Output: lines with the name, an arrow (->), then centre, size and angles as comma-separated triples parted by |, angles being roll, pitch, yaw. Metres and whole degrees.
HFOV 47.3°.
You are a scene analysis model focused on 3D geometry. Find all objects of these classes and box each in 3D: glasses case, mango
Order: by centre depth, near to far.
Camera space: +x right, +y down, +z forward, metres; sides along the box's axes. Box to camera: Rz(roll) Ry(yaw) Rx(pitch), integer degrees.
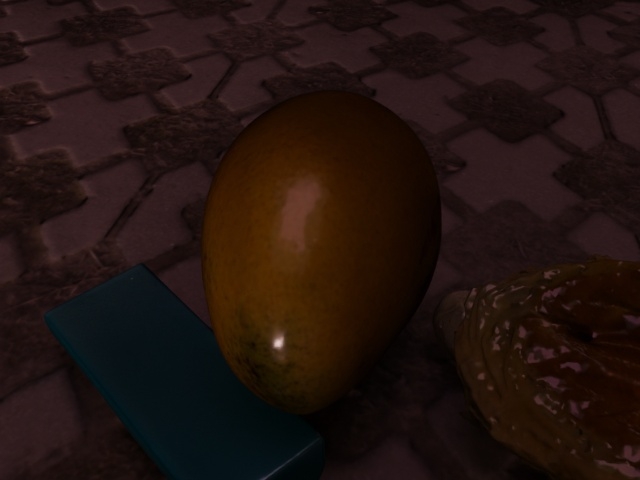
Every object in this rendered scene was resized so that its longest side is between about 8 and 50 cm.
glasses case -> -0.134, 0.138, 0.675 | 0.117, 0.070, 0.301 | -29, 47, -28
mango -> 0.000, 0.000, 0.688 | 0.221, 0.264, 0.378 | -1, 26, 12

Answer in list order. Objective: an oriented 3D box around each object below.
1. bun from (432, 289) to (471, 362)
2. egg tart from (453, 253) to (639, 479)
bun -> 0.169, 0.096, 0.742 | 0.115, 0.069, 0.115 | 12, 13, -3
egg tart -> 0.303, 0.151, 0.598 | 0.351, 0.153, 0.339 | -12, 38, -20
